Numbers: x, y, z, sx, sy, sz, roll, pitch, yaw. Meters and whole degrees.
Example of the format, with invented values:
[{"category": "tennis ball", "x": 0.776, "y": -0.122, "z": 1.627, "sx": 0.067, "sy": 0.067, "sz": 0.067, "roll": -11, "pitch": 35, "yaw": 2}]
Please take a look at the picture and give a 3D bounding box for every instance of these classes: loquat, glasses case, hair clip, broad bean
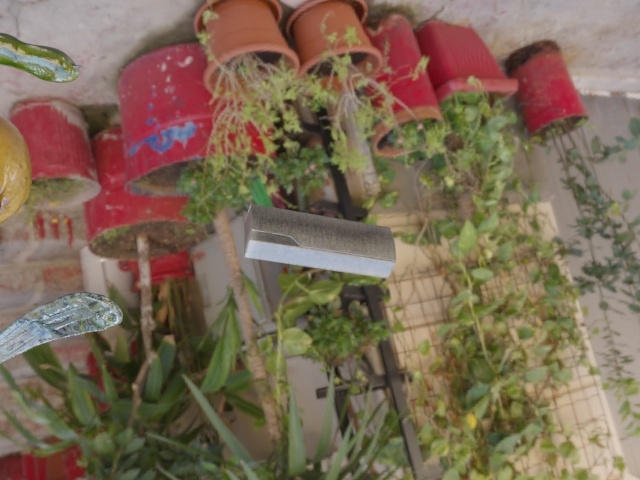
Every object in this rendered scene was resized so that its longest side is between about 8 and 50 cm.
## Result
[{"category": "loquat", "x": -0.556, "y": -0.112, "z": 1.015, "sx": 0.208, "sy": 0.207, "sz": 0.208, "roll": -11, "pitch": 169, "yaw": -2}, {"category": "glasses case", "x": 0.000, "y": 0.000, "z": 0.897, "sx": 0.205, "sy": 0.070, "sz": 0.047, "roll": 10, "pitch": 133, "yaw": -15}, {"category": "hair clip", "x": -0.328, "y": 0.107, "z": 0.773, "sx": 0.229, "sy": 0.036, "sz": 0.066, "roll": -23, "pitch": 136, "yaw": 18}, {"category": "broad bean", "x": -0.465, "y": -0.266, "z": 0.906, "sx": 0.257, "sy": 0.052, "sz": 0.052, "roll": 7, "pitch": 167, "yaw": -23}]
